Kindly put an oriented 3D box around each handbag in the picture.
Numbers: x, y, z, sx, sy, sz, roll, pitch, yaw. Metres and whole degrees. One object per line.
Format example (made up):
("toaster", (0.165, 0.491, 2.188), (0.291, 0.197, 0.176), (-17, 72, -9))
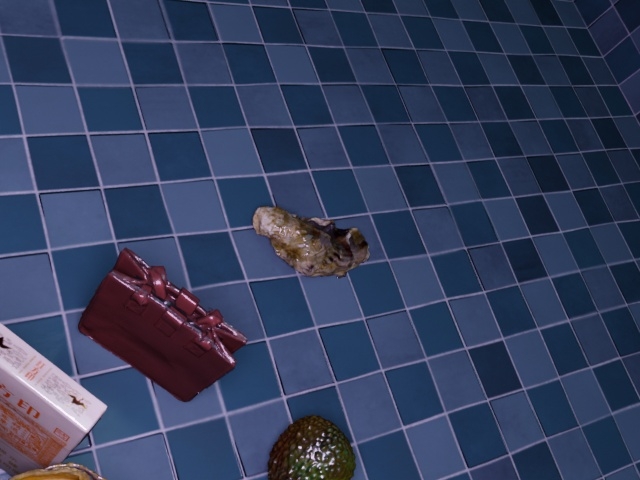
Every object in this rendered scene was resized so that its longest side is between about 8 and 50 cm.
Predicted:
("handbag", (-0.273, 0.156, 1.236), (0.260, 0.275, 0.084), (37, 54, -5))

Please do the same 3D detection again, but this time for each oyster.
("oyster", (0.000, -0.007, 1.605), (0.294, 0.094, 0.166), (-1, 57, -37))

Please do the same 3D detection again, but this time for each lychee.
("lychee", (-0.017, 0.408, 1.328), (0.171, 0.171, 0.171), (13, 59, -23))

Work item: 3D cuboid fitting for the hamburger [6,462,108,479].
("hamburger", (-0.375, 0.460, 1.003), (0.318, 0.318, 0.158), (6, 18, -27))

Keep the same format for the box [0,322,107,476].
("box", (-0.439, 0.246, 1.034), (0.204, 0.365, 0.051), (40, 48, -4))
